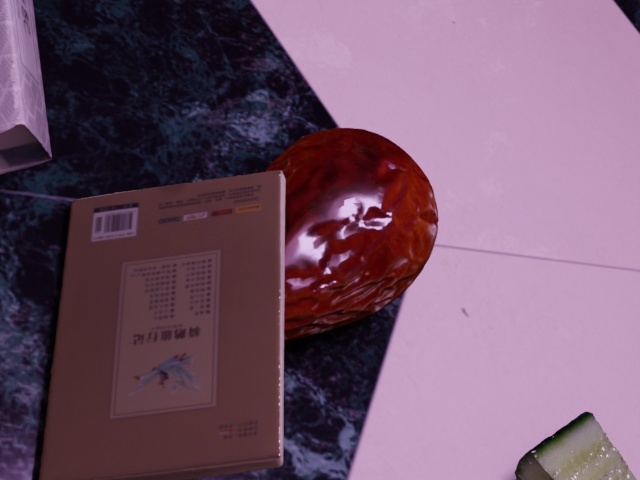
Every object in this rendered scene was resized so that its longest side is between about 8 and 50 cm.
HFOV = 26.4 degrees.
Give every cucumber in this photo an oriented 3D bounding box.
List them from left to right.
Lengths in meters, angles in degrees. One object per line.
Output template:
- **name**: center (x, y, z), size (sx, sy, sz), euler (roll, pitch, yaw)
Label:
- **cucumber**: center (0.265, 0.249, 1.406), size (0.115, 0.062, 0.116), euler (-26, 80, -38)

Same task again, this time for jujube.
- **jujube**: center (0.000, 0.000, 1.375), size (0.255, 0.190, 0.190), euler (-38, 81, -25)

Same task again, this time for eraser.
- **eraser**: center (-0.336, -0.262, 1.322), size (0.096, 0.098, 0.404), euler (-12, 71, 4)

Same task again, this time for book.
- **book**: center (-0.138, 0.075, 1.243), size (0.217, 0.021, 0.310), euler (-8, 54, 10)
